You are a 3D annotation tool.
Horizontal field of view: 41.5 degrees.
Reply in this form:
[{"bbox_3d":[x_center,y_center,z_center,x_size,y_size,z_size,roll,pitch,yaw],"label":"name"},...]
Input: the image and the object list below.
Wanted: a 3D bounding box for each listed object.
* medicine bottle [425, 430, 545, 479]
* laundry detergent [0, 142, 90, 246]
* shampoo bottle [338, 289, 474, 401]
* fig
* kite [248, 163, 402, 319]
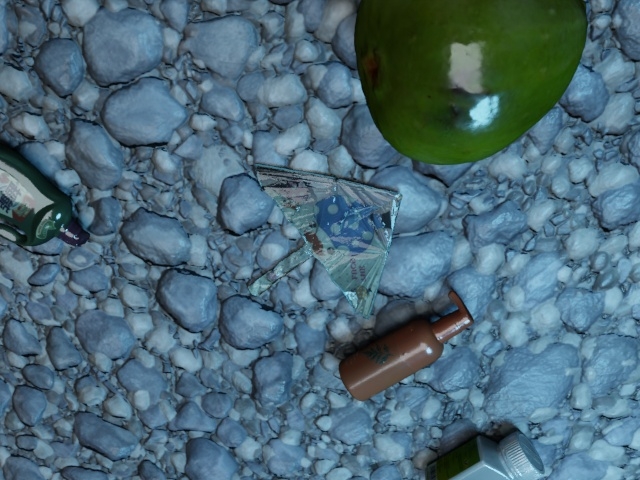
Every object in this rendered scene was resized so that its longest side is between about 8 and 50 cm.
[{"bbox_3d":[0.300,0.427,1.522,0.188,0.088,0.132,-36,107,19],"label":"medicine bottle"},{"bbox_3d":[-0.481,-0.053,1.376,0.221,0.078,0.144,39,114,-15],"label":"laundry detergent"},{"bbox_3d":[0.147,0.182,1.428,0.244,0.085,0.085,-35,107,16],"label":"shampoo bottle"},{"bbox_3d":[0.209,-0.256,1.119,0.316,0.316,0.316,2,115,4],"label":"fig"},{"bbox_3d":[0.000,0.000,1.395,0.314,0.011,0.335,-32,107,18],"label":"kite"}]
